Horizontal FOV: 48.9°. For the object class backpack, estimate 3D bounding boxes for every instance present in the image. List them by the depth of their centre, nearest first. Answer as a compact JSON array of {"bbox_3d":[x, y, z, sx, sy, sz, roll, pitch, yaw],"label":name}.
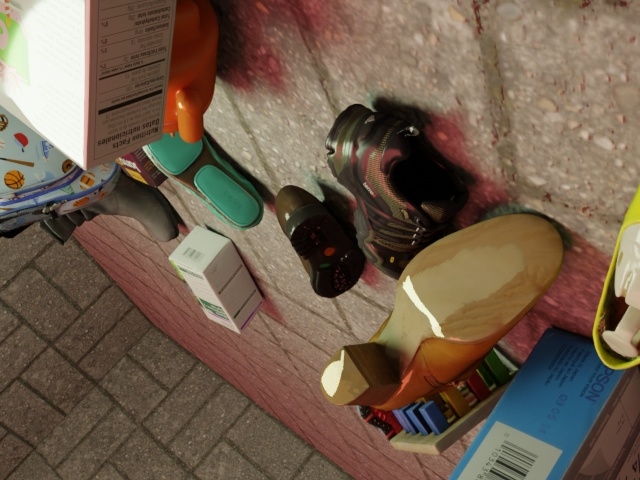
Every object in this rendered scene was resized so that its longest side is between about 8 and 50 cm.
[{"bbox_3d":[-0.473,-0.161,1.187,0.213,0.263,0.277,-17,90,66],"label":"backpack"}]

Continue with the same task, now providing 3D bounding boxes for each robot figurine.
[{"bbox_3d":[-0.174,-0.198,0.754,0.158,0.128,0.219,26,159,-1],"label":"robot figurine"}]

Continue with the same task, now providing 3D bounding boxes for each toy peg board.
[{"bbox_3d":[0.162,0.195,0.915,0.079,0.160,0.161,57,162,5],"label":"toy peg board"}]

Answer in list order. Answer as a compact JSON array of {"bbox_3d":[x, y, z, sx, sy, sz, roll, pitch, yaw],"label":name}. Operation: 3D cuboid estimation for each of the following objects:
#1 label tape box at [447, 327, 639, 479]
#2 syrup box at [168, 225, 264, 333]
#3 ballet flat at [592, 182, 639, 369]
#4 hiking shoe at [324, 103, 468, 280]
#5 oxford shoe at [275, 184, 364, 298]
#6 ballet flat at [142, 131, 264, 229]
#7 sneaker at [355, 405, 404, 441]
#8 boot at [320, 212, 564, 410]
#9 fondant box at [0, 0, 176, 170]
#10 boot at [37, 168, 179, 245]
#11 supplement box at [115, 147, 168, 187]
[{"bbox_3d":[0.277,0.295,0.760,0.106,0.241,0.334,16,149,49],"label":"label tape box"},{"bbox_3d":[-0.208,0.085,1.451,0.093,0.096,0.237,22,151,29],"label":"syrup box"},{"bbox_3d":[0.241,0.031,0.508,0.077,0.077,0.231,33,159,27],"label":"ballet flat"},{"bbox_3d":[0.089,-0.025,0.673,0.114,0.086,0.227,22,154,46],"label":"hiking shoe"},{"bbox_3d":[0.000,0.000,0.942,0.096,0.083,0.227,57,174,36],"label":"oxford shoe"},{"bbox_3d":[-0.182,-0.108,1.038,0.247,0.083,0.087,46,175,-4],"label":"ballet flat"},{"bbox_3d":[0.091,0.293,1.327,0.125,0.104,0.262,29,157,40],"label":"sneaker"},{"bbox_3d":[0.151,0.081,0.736,0.211,0.295,0.104,7,-132,-53],"label":"boot"},{"bbox_3d":[-0.229,-0.259,0.576,0.238,0.096,0.330,35,132,20],"label":"fondant box"},{"bbox_3d":[-0.453,-0.066,1.429,0.118,0.223,0.338,19,150,47],"label":"boot"},{"bbox_3d":[-0.307,-0.183,1.110,0.104,0.081,0.188,21,152,46],"label":"supplement box"}]
